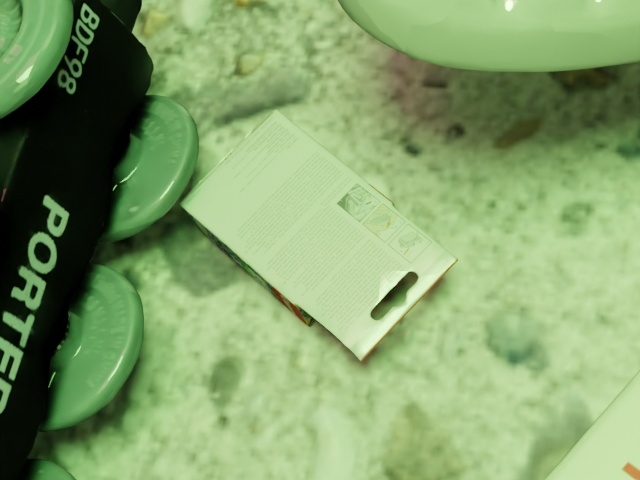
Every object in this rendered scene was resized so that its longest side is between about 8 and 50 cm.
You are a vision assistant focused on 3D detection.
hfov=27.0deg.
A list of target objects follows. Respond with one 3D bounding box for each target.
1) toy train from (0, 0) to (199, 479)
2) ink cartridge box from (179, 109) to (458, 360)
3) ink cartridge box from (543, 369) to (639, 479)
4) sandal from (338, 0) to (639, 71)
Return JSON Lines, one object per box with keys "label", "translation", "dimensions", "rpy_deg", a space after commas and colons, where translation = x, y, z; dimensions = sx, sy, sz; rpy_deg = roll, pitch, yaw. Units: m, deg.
{"label": "toy train", "translation": [-0.177, 0.025, 0.552], "dimensions": [0.190, 0.142, 0.334], "rpy_deg": [-2, 62, 30]}
{"label": "ink cartridge box", "translation": [0.000, 0.000, 0.583], "dimensions": [0.063, 0.029, 0.115], "rpy_deg": [-45, 65, -9]}
{"label": "ink cartridge box", "translation": [0.122, 0.182, 0.416], "dimensions": [0.207, 0.119, 0.353], "rpy_deg": [38, 79, 26]}
{"label": "sandal", "translation": [0.208, -0.108, 0.540], "dimensions": [0.416, 0.102, 0.169], "rpy_deg": [0, 46, -3]}
